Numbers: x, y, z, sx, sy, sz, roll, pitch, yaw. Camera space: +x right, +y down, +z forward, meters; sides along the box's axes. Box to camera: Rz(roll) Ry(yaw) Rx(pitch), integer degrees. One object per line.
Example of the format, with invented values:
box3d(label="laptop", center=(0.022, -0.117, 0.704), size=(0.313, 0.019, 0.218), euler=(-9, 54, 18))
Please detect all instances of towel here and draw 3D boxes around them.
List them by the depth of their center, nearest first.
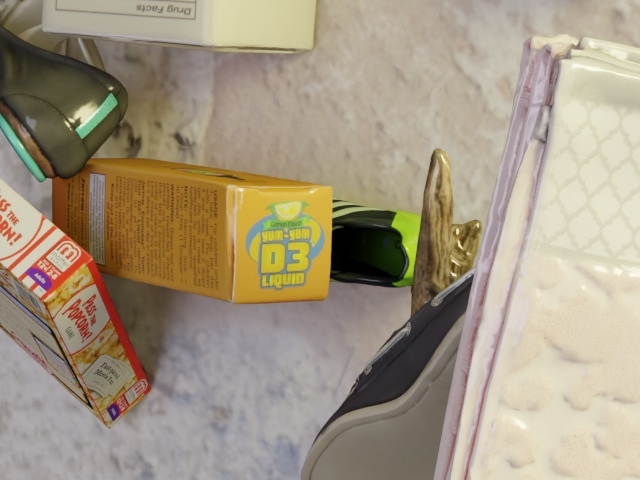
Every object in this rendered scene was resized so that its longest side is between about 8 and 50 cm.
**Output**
box3d(label="towel", center=(0.227, 0.081, 0.941), size=(0.331, 0.053, 0.317), euler=(9, 97, -12))

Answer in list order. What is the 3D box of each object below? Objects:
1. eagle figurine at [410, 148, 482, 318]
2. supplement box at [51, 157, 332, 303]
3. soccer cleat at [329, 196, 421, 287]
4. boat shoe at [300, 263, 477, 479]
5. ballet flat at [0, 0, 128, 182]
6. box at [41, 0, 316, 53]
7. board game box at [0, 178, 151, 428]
box3d(label="eagle figurine", center=(0.187, 0.097, 1.082), size=(0.298, 0.225, 0.226), euler=(10, 145, 3))
box3d(label="supplement box", center=(-0.088, -0.009, 1.246), size=(0.233, 0.078, 0.080), euler=(7, 97, 55))
box3d(label="soccer cleat", center=(0.000, 0.000, 1.236), size=(0.179, 0.072, 0.060), euler=(5, 96, 33))
box3d(label="boat shoe", center=(0.061, 0.077, 1.025), size=(0.075, 0.065, 0.206), euler=(29, 133, -15))
box3d(label="ballet flat", center=(-0.210, -0.127, 1.346), size=(0.096, 0.095, 0.280), euler=(-39, 43, -9))
box3d(label="box", center=(-0.082, -0.279, 1.241), size=(0.148, 0.121, 0.311), euler=(10, 99, 32))
box3d(label="board game box", center=(-0.196, 0.031, 1.307), size=(0.147, 0.193, 0.045), euler=(39, 72, 24))
